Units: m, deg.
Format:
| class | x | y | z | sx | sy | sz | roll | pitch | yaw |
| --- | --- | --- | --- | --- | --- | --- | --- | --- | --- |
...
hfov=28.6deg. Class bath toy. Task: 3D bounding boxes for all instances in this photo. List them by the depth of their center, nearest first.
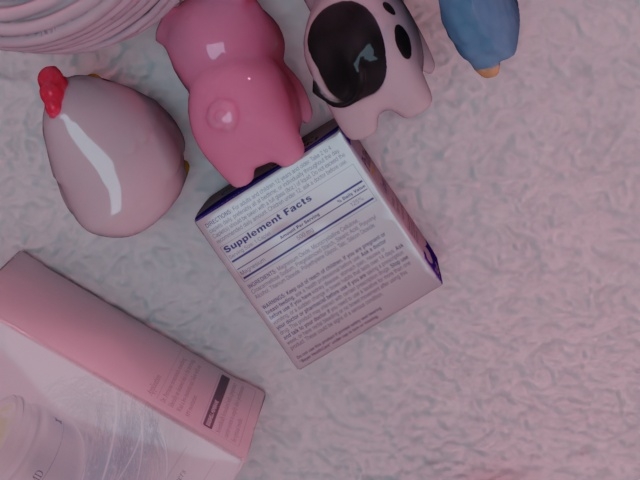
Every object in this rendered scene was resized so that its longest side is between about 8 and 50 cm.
| class | x | y | z | sx | sy | sz | roll | pitch | yaw |
| --- | --- | --- | --- | --- | --- | --- | --- | --- | --- |
| bath toy | -0.047 | -0.126 | 0.854 | 0.348 | 0.151 | 0.129 | -25 | 123 | 17 |

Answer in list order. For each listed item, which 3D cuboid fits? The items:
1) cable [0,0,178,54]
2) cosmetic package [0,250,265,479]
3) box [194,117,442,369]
| class | x | y | z | sx | sy | sz | roll | pitch | yaw |
| --- | --- | --- | --- | --- | --- | --- | --- | --- | --- |
| cable | -0.178 | -0.248 | 0.791 | 0.257 | 0.089 | 0.257 | -39 | 82 | 20 |
| cosmetic package | -0.198 | 0.169 | 0.941 | 0.225 | 0.138 | 0.224 | 31 | 104 | -4 |
| box | 0.000 | 0.000 | 0.916 | 0.126 | 0.072 | 0.137 | -32 | 102 | 11 |
